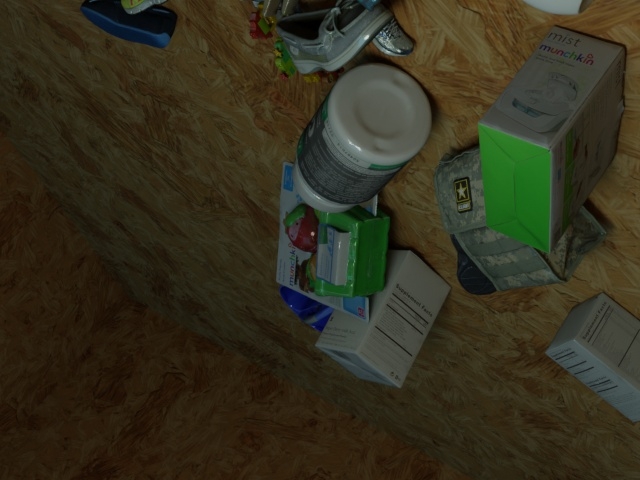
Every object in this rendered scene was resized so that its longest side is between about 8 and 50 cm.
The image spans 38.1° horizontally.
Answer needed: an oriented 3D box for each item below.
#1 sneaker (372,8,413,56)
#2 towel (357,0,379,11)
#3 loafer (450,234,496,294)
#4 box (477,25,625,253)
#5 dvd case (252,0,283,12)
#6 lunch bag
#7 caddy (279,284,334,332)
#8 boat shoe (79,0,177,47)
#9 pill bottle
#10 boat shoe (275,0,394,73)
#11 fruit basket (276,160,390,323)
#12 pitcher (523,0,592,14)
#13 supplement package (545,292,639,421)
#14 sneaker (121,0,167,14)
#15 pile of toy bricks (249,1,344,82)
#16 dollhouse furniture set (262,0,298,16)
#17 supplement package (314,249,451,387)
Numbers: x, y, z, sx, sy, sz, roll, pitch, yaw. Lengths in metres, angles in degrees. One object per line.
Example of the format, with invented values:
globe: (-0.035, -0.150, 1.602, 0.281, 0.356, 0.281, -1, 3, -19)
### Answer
sneaker: (0.110, -0.377, 1.631, 0.135, 0.052, 0.058, 37, 153, 1)
towel: (0.021, -0.542, 1.315, 0.370, 0.040, 0.271, 41, 128, -10)
loafer: (0.343, 0.013, 2.014, 0.109, 0.095, 0.303, -4, 147, 15)
box: (0.364, -0.153, 1.446, 0.126, 0.231, 0.262, 26, 155, 28)
dvd case: (-0.115, -0.493, 1.786, 0.087, 0.013, 0.119, 21, 151, 36)
lunch bag: (0.350, -0.057, 1.746, 0.287, 0.169, 0.235, 50, 159, -9)
caddy: (0.019, 0.167, 2.634, 0.241, 0.179, 0.341, 42, 157, -9)
boat shoe: (-0.434, -0.512, 2.133, 0.258, 0.089, 0.109, 24, 167, 19)
pill bottle: (0.067, -0.188, 1.853, 0.204, 0.204, 0.361, 38, 157, -2)
boat shoe: (0.015, -0.365, 1.606, 0.103, 0.118, 0.320, 48, 166, -19)
fruit basket: (0.000, 0.000, 2.237, 0.353, 0.165, 0.327, 20, 112, 41)
pitcher: (0.287, -0.408, 1.228, 0.207, 0.125, 0.178, 37, 150, 16)
supplement package: (0.625, 0.247, 1.946, 0.244, 0.139, 0.134, 39, 157, 1)
sneaker: (-0.374, -0.552, 1.988, 0.208, 0.081, 0.094, -4, 127, 49)
pile of toy bricks: (-0.052, -0.362, 1.805, 0.118, 0.105, 0.212, 16, 155, 43)
dollhouse furniture set: (-0.169, -0.509, 1.585, 0.262, 0.259, 0.135, 35, 117, 13)
supplement package: (0.156, 0.187, 2.296, 0.175, 0.293, 0.177, 40, 159, -29)
